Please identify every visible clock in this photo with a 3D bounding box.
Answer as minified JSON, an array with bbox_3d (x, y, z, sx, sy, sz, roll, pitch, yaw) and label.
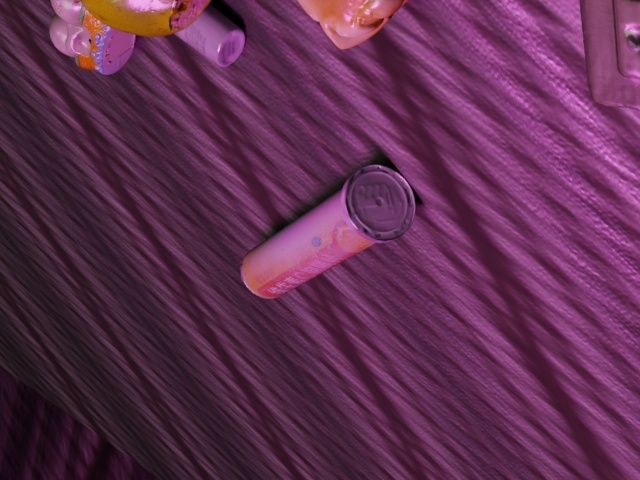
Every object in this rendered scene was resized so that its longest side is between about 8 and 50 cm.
[{"bbox_3d":[-0.356,-0.342,2.114,0.144,0.103,0.231,43,149,14],"label":"clock"}]

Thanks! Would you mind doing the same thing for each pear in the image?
[{"bbox_3d":[-0.248,-0.372,1.840,0.220,0.187,0.187,32,148,16],"label":"pear"}]

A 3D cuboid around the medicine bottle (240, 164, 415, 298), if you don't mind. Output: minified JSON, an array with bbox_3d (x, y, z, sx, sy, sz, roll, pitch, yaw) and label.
[{"bbox_3d":[0.000,0.000,2.038,0.108,0.108,0.426,51,153,-3],"label":"medicine bottle"}]

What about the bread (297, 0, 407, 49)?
[{"bbox_3d":[-0.007,-0.381,1.561,0.311,0.121,0.173,53,146,-2],"label":"bread"}]

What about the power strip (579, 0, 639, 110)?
[{"bbox_3d":[0.355,-0.241,1.263,0.257,0.092,0.251,17,129,46],"label":"power strip"}]

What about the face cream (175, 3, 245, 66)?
[{"bbox_3d":[-0.195,-0.326,1.958,0.198,0.057,0.084,40,149,20],"label":"face cream"}]
